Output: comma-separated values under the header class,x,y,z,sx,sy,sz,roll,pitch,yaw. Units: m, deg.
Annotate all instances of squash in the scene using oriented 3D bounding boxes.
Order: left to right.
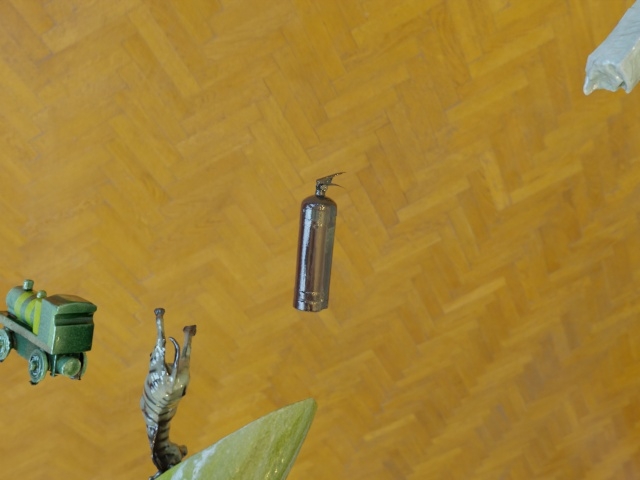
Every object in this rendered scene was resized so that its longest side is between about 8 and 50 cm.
class,x,y,z,sx,sy,sz,roll,pitch,yaw
squash,-0.140,0.317,0.908,0.189,0.189,0.260,42,65,-36

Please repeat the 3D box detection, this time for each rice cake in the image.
class,x,y,z,sx,sy,sz,roll,pitch,yaw
rice cake,0.436,-0.283,0.848,0.206,0.063,0.069,-48,132,-7

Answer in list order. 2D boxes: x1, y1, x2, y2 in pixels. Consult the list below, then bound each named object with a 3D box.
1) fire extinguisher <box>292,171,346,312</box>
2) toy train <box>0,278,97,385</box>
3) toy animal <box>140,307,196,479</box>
class,x,y,z,sx,sy,sz,roll,pitch,yaw
fire extinguisher,0.000,0.000,1.213,0.089,0.072,0.267,1,100,-22
toy train,-0.411,0.130,0.934,0.083,0.200,0.132,4,98,-53
toy animal,-0.215,0.219,0.887,0.073,0.176,0.217,3,137,-15
